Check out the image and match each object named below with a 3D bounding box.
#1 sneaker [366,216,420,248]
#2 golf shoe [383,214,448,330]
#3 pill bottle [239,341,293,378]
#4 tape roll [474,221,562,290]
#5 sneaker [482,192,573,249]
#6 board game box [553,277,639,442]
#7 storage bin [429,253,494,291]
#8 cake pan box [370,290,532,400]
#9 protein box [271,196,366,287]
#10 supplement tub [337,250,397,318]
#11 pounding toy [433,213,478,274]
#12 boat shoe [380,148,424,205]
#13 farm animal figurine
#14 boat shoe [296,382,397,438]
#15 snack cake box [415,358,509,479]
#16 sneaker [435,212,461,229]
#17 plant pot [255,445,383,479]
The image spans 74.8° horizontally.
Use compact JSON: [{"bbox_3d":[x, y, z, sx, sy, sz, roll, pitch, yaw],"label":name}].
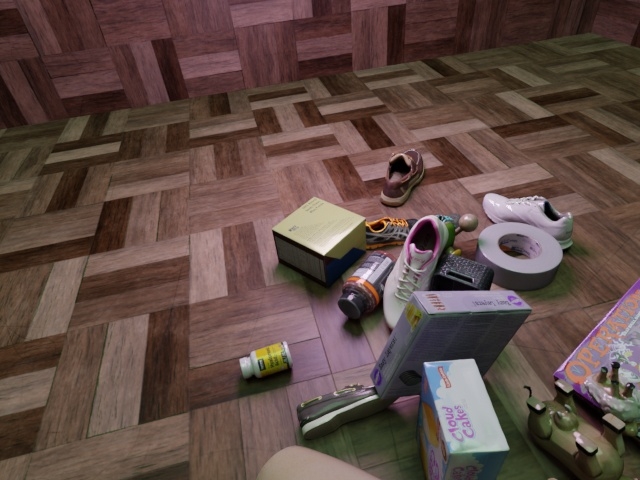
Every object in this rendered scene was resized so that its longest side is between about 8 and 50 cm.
[{"bbox_3d":[0.224,-0.036,1.318,0.215,0.083,0.084,-16,39,-13],"label":"sneaker"},{"bbox_3d":[0.222,0.077,1.023,0.115,0.140,0.306,17,86,18],"label":"golf shoe"},{"bbox_3d":[-0.129,0.286,0.990,0.116,0.065,0.065,-16,41,-10],"label":"pill bottle"},{"bbox_3d":[0.559,0.041,1.192,0.219,0.072,0.219,-4,39,3],"label":"tape roll"},{"bbox_3d":[0.643,-0.089,1.294,0.111,0.129,0.297,-32,45,-25],"label":"sneaker"},{"bbox_3d":[0.686,0.225,0.858,0.347,0.056,0.208,-45,39,-6],"label":"board game box"},{"bbox_3d":[0.338,0.135,1.022,0.122,0.180,0.084,21,47,27],"label":"storage bin"},{"bbox_3d":[0.261,0.210,0.843,0.267,0.245,0.070,1,37,-23],"label":"cake pan box"},{"bbox_3d":[0.000,0.000,1.260,0.201,0.136,0.200,26,50,31],"label":"protein box"},{"bbox_3d":[0.129,0.121,1.125,0.106,0.106,0.198,23,48,30],"label":"supplement tub"},{"bbox_3d":[0.346,0.036,1.179,0.237,0.183,0.110,-25,69,-26],"label":"pounding toy"},{"bbox_3d":[0.308,-0.267,1.550,0.123,0.123,0.342,15,44,23],"label":"boat shoe"},{"bbox_3d":[0.463,0.400,0.715,0.330,0.172,0.326,-18,28,2],"label":"farm animal figurine"},{"bbox_3d":[0.061,0.341,0.888,0.228,0.081,0.068,-18,45,-10],"label":"boat shoe"},{"bbox_3d":[0.229,0.345,0.720,0.089,0.264,0.152,-5,40,2],"label":"snack cake box"},{"bbox_3d":[0.389,-0.053,1.321,0.166,0.076,0.065,-32,47,-28],"label":"sneaker"},{"bbox_3d":[0.015,0.457,0.656,0.256,0.256,0.274,-32,30,-28],"label":"plant pot"}]
